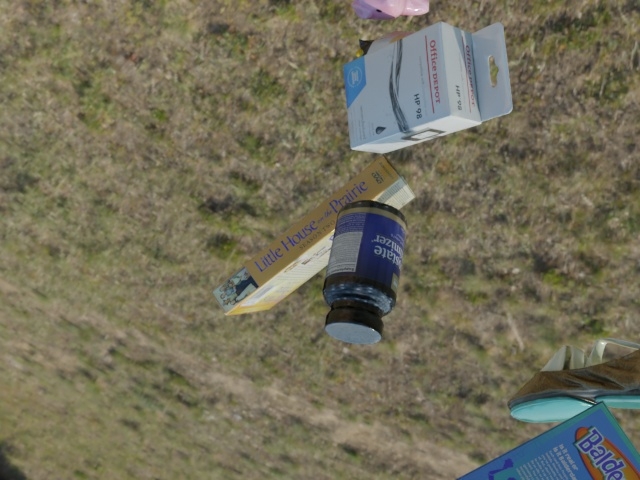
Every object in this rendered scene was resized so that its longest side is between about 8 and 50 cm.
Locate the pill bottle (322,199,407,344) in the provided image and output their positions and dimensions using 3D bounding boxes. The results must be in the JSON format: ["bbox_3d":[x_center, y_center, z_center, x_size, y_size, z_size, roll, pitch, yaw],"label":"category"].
[{"bbox_3d":[0.071,0.054,1.164,0.123,0.219,0.123,9,153,5],"label":"pill bottle"}]

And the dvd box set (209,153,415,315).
[{"bbox_3d":[0.000,0.000,1.431,0.062,0.420,0.307,53,-171,10],"label":"dvd box set"}]

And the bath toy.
[{"bbox_3d":[0.096,-0.346,1.036,0.129,0.151,0.348,-3,107,-1],"label":"bath toy"}]

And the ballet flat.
[{"bbox_3d":[0.451,0.226,1.167,0.116,0.124,0.342,22,153,-19],"label":"ballet flat"}]

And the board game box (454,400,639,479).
[{"bbox_3d":[0.228,0.276,0.681,0.160,0.210,0.047,62,174,27],"label":"board game box"}]

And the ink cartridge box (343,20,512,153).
[{"bbox_3d":[0.111,-0.167,0.767,0.060,0.104,0.180,1,170,-43],"label":"ink cartridge box"}]
